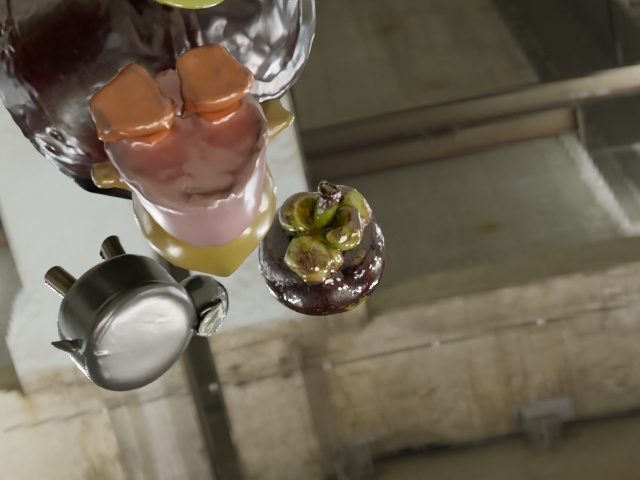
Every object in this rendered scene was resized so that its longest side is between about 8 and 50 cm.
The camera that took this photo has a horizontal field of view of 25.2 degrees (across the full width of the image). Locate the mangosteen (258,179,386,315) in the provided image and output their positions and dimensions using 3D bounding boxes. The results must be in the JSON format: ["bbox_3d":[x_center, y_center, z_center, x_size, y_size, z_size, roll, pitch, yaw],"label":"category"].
[{"bbox_3d":[0.000,0.000,2.059,0.192,0.217,0.192,-3,-132,3],"label":"mangosteen"}]

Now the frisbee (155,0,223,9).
[{"bbox_3d":[-0.166,-0.319,1.349,0.017,0.236,0.236,-31,-169,37],"label":"frisbee"}]

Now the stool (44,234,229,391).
[{"bbox_3d":[-0.229,0.090,1.743,0.228,0.153,0.139,12,-157,-47],"label":"stool"}]

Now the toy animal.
[{"bbox_3d":[-0.114,-0.062,1.366,0.195,0.169,0.281,-18,166,-6],"label":"toy animal"}]

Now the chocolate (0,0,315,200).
[{"bbox_3d":[-0.171,-0.271,1.701,0.331,0.384,0.384,-21,-164,37],"label":"chocolate"}]
